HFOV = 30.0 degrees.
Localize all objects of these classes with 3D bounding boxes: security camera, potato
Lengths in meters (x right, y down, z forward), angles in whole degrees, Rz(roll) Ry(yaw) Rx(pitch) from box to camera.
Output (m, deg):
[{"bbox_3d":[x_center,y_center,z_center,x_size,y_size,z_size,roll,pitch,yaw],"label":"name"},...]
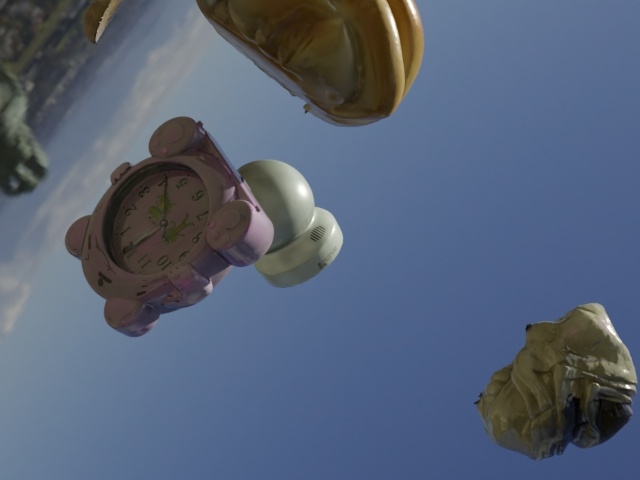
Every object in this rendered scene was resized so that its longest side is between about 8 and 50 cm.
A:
[{"bbox_3d":[-0.088,-0.047,2.337,0.194,0.236,0.195,-26,-149,17],"label":"security camera"},{"bbox_3d":[-0.301,-0.316,1.627,0.037,0.036,0.093,99,14,-60],"label":"potato"}]

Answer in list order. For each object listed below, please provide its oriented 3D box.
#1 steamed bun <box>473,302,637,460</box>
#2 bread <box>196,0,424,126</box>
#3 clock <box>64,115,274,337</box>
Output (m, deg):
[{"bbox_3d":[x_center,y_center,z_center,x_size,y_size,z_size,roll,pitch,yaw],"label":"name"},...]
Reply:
[{"bbox_3d":[0.455,0.287,2.223,0.206,0.275,0.320,59,-42,33],"label":"steamed bun"},{"bbox_3d":[-0.033,-0.361,2.041,0.329,0.424,0.245,-49,-177,37],"label":"bread"},{"bbox_3d":[-0.263,-0.016,2.010,0.322,0.296,0.113,-39,149,6],"label":"clock"}]
